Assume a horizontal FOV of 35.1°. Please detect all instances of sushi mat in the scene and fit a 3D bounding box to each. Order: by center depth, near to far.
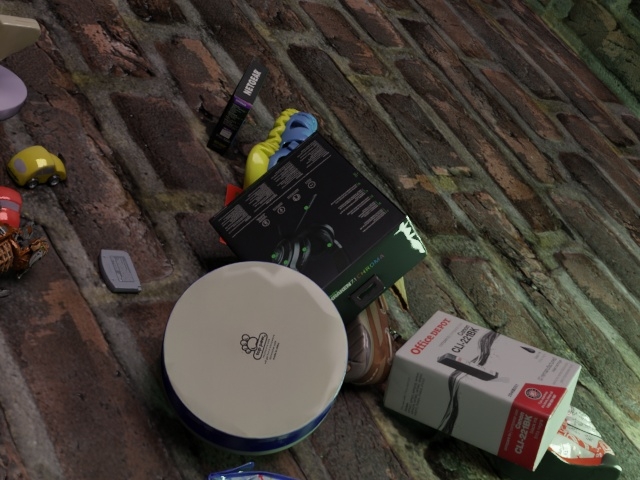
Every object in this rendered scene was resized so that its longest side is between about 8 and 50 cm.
[{"bbox_3d":[0.120,0.013,1.901,0.151,0.019,0.316,59,11,-16],"label":"sushi mat"}]

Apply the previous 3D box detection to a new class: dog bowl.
[{"bbox_3d":[-0.095,0.167,1.450,0.265,0.104,0.264,3,66,-8],"label":"dog bowl"}]

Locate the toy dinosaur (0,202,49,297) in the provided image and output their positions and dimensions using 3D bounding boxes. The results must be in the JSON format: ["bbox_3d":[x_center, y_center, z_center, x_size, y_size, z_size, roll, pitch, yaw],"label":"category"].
[{"bbox_3d":[-0.527,-0.008,1.382,0.218,0.164,0.322,64,18,13],"label":"toy dinosaur"}]

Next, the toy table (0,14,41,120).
[{"bbox_3d":[-0.606,-0.313,1.681,0.274,0.161,0.252,-12,55,-48],"label":"toy table"}]

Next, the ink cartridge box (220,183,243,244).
[{"bbox_3d":[-0.064,-0.025,1.890,0.232,0.066,0.189,27,33,-19],"label":"ink cartridge box"}]

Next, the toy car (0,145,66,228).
[{"bbox_3d":[-0.532,-0.123,1.598,0.225,0.053,0.239,31,33,-6],"label":"toy car"}]

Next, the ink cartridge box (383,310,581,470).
[{"bbox_3d":[0.270,0.243,1.698,0.273,0.114,0.197,20,27,22],"label":"ink cartridge box"}]

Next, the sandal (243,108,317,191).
[{"bbox_3d":[-0.049,-0.158,1.976,0.138,0.126,0.317,15,32,6],"label":"sandal"}]

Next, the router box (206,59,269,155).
[{"bbox_3d":[-0.165,-0.269,2.039,0.046,0.133,0.179,28,34,-9],"label":"router box"}]

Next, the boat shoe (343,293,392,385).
[{"bbox_3d":[0.055,0.108,1.755,0.116,0.123,0.324,29,45,-41],"label":"boat shoe"}]

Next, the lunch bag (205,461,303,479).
[{"bbox_3d":[-0.100,0.357,1.295,0.151,0.128,0.096,18,35,-21],"label":"lunch bag"}]

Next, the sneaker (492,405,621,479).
[{"bbox_3d":[0.393,0.352,1.784,0.270,0.090,0.145,15,31,-25],"label":"sneaker"}]

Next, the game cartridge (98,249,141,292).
[{"bbox_3d":[-0.320,0.049,1.601,0.056,0.017,0.083,8,41,-40],"label":"game cartridge"}]

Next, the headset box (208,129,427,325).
[{"bbox_3d":[0.000,0.000,1.673,0.283,0.246,0.131,45,-6,37],"label":"headset box"}]

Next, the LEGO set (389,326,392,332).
[{"bbox_3d":[0.095,0.157,1.831,0.083,0.023,0.054,27,33,-36],"label":"LEGO set"}]
